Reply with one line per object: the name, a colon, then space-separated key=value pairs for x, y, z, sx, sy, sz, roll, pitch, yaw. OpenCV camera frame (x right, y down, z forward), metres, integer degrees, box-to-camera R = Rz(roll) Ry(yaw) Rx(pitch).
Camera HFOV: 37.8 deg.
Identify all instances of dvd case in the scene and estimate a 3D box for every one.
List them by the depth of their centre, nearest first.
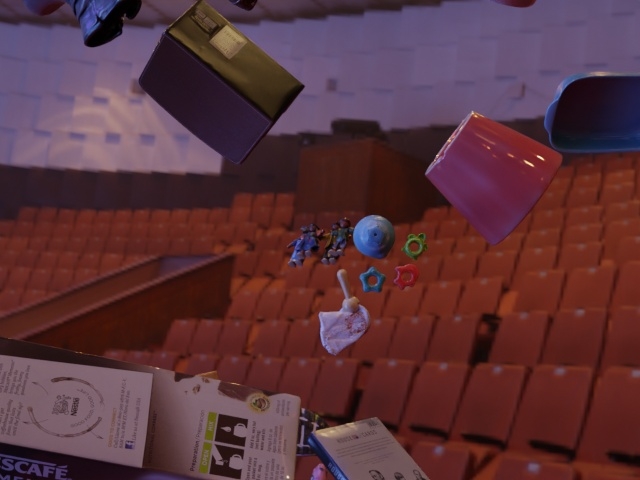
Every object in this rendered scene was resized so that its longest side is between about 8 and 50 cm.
dvd case: x=0.107 y=0.400 z=1.557 sx=0.179 sy=0.030 sz=0.239 roll=1 pitch=38 yaw=-48

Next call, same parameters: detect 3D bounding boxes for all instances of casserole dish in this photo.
casserole dish: x=0.382 y=-0.173 z=1.233 sx=0.188 sy=0.037 sz=0.114 roll=-2 pitch=-54 yaw=-10

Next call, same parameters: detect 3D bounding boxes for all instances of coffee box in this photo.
coffee box: x=-0.183 y=0.209 z=0.869 sx=0.297 sy=0.119 sz=0.168 roll=13 pitch=-50 yaw=-8

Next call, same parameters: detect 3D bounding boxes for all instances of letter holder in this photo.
letter holder: x=-0.229 y=-0.345 z=2.098 sx=0.302 sy=0.152 sz=0.214 roll=39 pitch=-39 yaw=-5

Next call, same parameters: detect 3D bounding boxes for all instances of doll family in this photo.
doll family: x=0.000 y=0.000 z=2.124 sx=0.193 sy=0.111 sz=0.076 roll=-2 pitch=-36 yaw=24

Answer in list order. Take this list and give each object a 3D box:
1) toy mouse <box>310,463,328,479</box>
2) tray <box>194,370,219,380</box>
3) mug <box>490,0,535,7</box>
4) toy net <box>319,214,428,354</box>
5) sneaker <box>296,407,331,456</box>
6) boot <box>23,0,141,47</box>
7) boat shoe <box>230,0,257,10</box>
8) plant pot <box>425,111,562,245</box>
toy mouse: x=0.031 y=0.559 z=2.220 sx=0.161 sy=0.143 sz=0.031 roll=5 pitch=-19 yaw=-32
tray: x=-0.347 y=0.351 z=1.486 sx=0.410 sy=0.203 sz=0.076 roll=-12 pitch=-11 yaw=-7
mug: x=0.362 y=-0.717 z=1.928 sx=0.276 sy=0.328 sz=0.374 roll=-4 pitch=42 yaw=-36
toy net: x=0.078 y=0.078 z=1.483 sx=0.122 sy=0.232 sz=0.045 roll=24 pitch=-4 yaw=0
sneaker: x=-0.105 y=0.441 z=2.125 sx=0.299 sy=0.111 sz=0.121 roll=3 pitch=-25 yaw=20
boot: x=-0.521 y=-0.507 z=1.990 sx=0.118 sy=0.223 sz=0.338 roll=-13 pitch=-10 yaw=-42
boat shoe: x=-0.115 y=-0.544 z=1.794 sx=0.073 sy=0.207 sz=0.073 roll=26 pitch=9 yaw=-34
plant pot: x=0.407 y=-0.166 z=2.270 sx=0.243 sy=0.275 sz=0.275 roll=36 pitch=-13 yaw=-1
